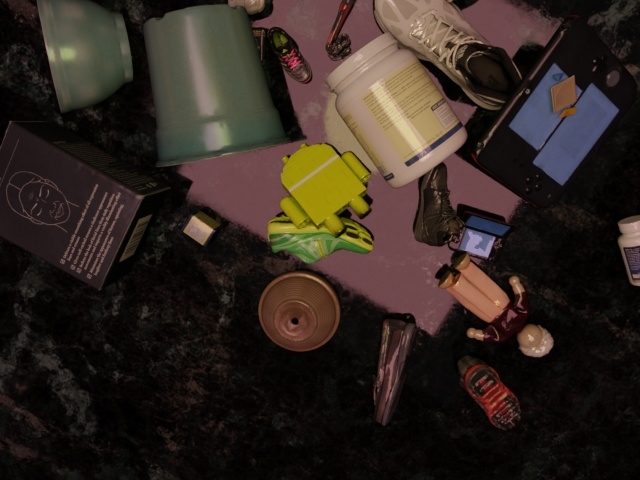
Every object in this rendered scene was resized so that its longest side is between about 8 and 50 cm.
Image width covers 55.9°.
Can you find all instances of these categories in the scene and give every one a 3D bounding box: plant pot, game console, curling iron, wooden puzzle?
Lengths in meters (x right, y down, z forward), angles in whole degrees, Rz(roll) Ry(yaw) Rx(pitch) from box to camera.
[{"bbox_3d":[-0.593,-0.486,1.546,0.196,0.293,0.293,-11,101,-19],"label":"plant pot"},{"bbox_3d":[-0.272,-0.376,1.477,0.340,0.341,0.334,-10,101,8],"label":"plant pot"},{"bbox_3d":[0.429,-0.007,1.609,0.143,0.085,0.124,17,102,3],"label":"game console"},{"bbox_3d":[0.079,-0.602,1.557,0.068,0.035,0.274,18,103,-2],"label":"curling iron"},{"bbox_3d":[0.575,-0.289,1.460,0.341,0.060,0.387,24,105,-39],"label":"game console"},{"bbox_3d":[-0.063,0.209,1.691,0.237,0.110,0.238,1,100,5],"label":"plant pot"},{"bbox_3d":[0.561,-0.336,1.393,0.078,0.014,0.116,-26,125,-14],"label":"wooden puzzle"}]

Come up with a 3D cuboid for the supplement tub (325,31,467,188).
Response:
[{"bbox_3d":[0.185,-0.321,1.498,0.235,0.235,0.325,-35,95,11],"label":"supplement tub"}]

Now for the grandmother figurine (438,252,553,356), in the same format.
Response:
[{"bbox_3d":[0.481,0.195,1.637,0.342,0.104,0.208,38,112,1],"label":"grandmother figurine"}]

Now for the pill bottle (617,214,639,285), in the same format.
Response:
[{"bbox_3d":[0.832,0.025,1.567,0.094,0.094,0.170,-19,99,9],"label":"pill bottle"}]

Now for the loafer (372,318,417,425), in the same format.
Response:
[{"bbox_3d":[0.192,0.367,1.709,0.095,0.109,0.303,17,97,22],"label":"loafer"}]

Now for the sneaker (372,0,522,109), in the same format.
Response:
[{"bbox_3d":[0.316,-0.486,1.440,0.447,0.257,0.169,38,102,-2],"label":"sneaker"}]

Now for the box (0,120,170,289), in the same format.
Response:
[{"bbox_3d":[-0.670,-0.102,1.642,0.395,0.212,0.294,29,103,-1],"label":"box"}]

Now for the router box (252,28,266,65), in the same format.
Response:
[{"bbox_3d":[-0.208,-0.514,1.602,0.122,0.038,0.092,5,102,5],"label":"router box"}]

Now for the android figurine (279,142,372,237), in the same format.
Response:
[{"bbox_3d":[0.005,-0.144,1.602,0.248,0.056,0.273,-39,74,-8],"label":"android figurine"}]

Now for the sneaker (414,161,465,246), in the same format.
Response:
[{"bbox_3d":[0.323,-0.089,1.574,0.130,0.087,0.228,23,111,45],"label":"sneaker"}]

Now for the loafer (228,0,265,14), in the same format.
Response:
[{"bbox_3d":[-0.217,-0.737,1.524,0.111,0.112,0.320,-10,100,-1],"label":"loafer"}]

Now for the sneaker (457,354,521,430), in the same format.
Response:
[{"bbox_3d":[0.465,0.417,1.683,0.097,0.135,0.276,-39,118,-1],"label":"sneaker"}]

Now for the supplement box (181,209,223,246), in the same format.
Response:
[{"bbox_3d":[-0.330,-0.035,1.684,0.083,0.083,0.056,35,102,-2],"label":"supplement box"}]

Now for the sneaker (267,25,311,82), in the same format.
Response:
[{"bbox_3d":[-0.086,-0.487,1.576,0.063,0.075,0.170,-31,96,11],"label":"sneaker"}]

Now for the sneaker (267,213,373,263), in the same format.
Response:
[{"bbox_3d":[0.000,0.000,1.659,0.295,0.109,0.124,8,120,5],"label":"sneaker"}]
